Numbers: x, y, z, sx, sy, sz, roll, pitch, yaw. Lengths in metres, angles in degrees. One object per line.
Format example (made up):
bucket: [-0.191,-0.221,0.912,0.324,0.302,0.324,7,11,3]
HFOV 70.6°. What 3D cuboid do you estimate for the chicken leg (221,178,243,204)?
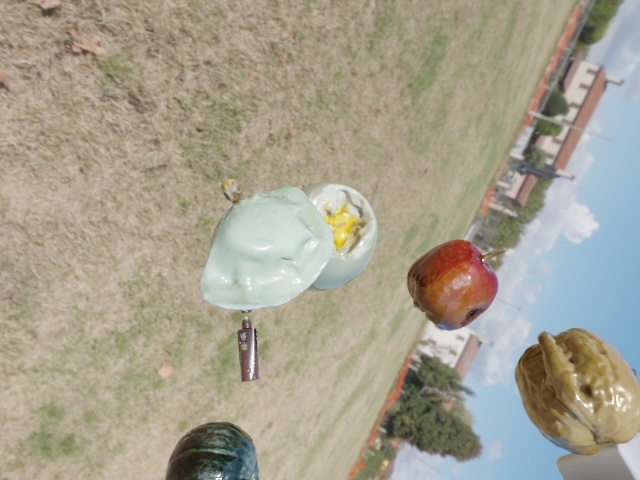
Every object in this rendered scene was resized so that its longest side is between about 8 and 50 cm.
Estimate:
chicken leg: [-0.214,-0.074,1.256,0.087,0.107,0.252,-41,147,-19]

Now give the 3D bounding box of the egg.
egg: [0.000,0.000,1.220,0.278,0.278,0.336,-55,-176,-26]

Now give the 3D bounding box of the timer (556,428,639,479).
timer: [0.685,0.533,0.982,0.194,0.193,0.195,-3,146,-25]

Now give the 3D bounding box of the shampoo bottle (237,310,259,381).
shampoo bottle: [-0.239,0.343,1.496,0.067,0.068,0.237,122,-38,-69]

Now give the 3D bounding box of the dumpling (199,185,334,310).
dumpling: [-0.074,-0.002,0.608,0.219,0.152,0.108,-63,146,-30]

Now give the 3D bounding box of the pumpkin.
pumpkin: [-0.199,0.451,0.839,0.220,0.161,0.221,-5,90,-85]

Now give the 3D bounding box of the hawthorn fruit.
hawthorn fruit: [0.380,0.126,1.317,0.262,0.258,0.258,-60,162,-10]

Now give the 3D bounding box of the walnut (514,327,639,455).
walnut: [0.534,0.305,0.956,0.224,0.257,0.257,-38,174,26]

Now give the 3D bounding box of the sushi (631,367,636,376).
sushi: [0.857,0.349,1.314,0.026,0.126,0.120,-54,138,-7]
